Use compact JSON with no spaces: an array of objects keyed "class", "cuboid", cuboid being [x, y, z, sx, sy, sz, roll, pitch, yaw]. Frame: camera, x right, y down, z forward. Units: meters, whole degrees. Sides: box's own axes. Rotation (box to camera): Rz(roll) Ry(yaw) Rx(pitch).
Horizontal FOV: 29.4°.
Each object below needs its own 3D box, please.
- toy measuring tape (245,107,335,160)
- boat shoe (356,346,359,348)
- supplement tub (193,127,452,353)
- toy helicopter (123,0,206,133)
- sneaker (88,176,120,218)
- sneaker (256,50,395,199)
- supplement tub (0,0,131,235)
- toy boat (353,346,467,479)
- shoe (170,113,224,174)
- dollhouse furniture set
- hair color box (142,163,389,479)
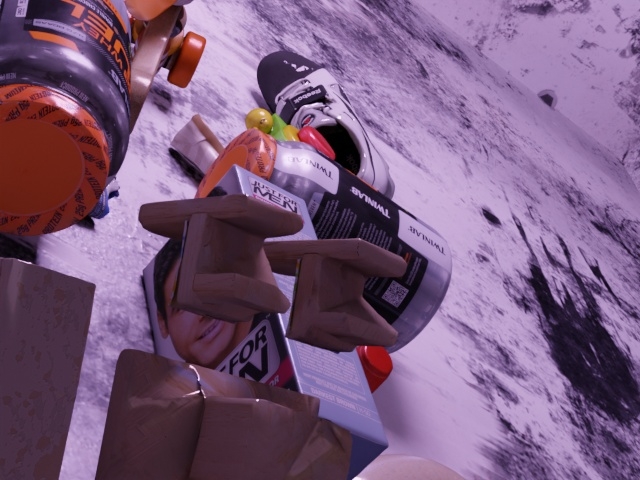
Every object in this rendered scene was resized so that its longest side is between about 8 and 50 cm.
[{"class":"toy measuring tape","cuboid":[0.004,-0.068,1.823,0.330,0.121,0.121,47,21,-16]},{"class":"boat shoe","cuboid":[-0.029,0.114,1.509,0.184,0.066,0.063,37,35,-18]},{"class":"supplement tub","cuboid":[0.000,0.000,1.581,0.316,0.193,0.193,33,25,-25]},{"class":"toy helicopter","cuboid":[-0.219,-0.268,1.640,0.140,0.235,0.355,24,35,-13]},{"class":"sneaker","cuboid":[-0.270,-0.072,1.462,0.058,0.052,0.135,42,28,-29]},{"class":"sneaker","cuboid":[-0.002,-0.198,1.967,0.330,0.122,0.146,51,6,20]},{"class":"supplement tub","cuboid":[-0.312,-0.166,1.340,0.207,0.207,0.338,31,26,-27]},{"class":"toy boat","cuboid":[0.061,0.272,1.314,0.267,0.148,0.318,13,45,-42]},{"class":"shoe","cuboid":[-0.124,-0.076,1.698,0.219,0.058,0.076,50,-7,5]},{"class":"dollhouse furniture set","cuboid":[-0.167,0.143,0.945,0.394,0.256,0.362,22,72,-46]},{"class":"hair color box","cuboid":[-0.072,0.114,1.279,0.114,0.185,0.374,27,28,-33]}]
